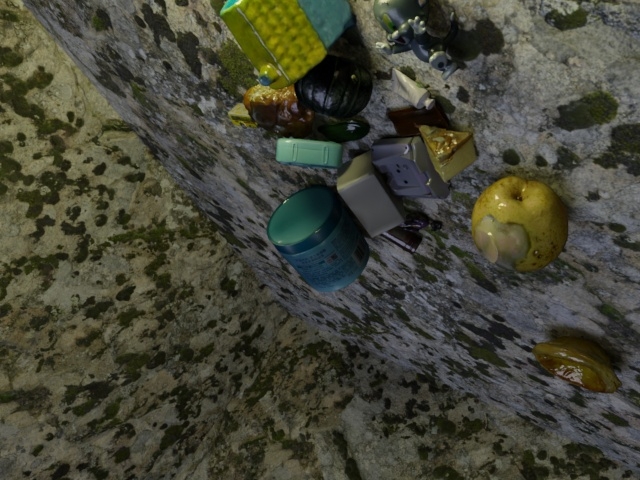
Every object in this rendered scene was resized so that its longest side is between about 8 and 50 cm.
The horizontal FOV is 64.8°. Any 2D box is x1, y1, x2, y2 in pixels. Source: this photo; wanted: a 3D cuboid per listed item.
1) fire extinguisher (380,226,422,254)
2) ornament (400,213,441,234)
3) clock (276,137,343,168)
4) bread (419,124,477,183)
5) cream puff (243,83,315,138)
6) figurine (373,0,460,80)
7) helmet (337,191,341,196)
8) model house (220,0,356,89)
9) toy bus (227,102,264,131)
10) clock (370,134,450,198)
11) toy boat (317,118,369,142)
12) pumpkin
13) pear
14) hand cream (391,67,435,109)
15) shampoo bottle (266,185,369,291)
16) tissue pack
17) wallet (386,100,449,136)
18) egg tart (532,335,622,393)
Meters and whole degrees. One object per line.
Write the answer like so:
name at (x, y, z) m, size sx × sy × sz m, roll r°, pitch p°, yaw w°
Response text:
fire extinguisher at (0.284, -0.050, 1.998) m, size 0.252 × 0.075 × 0.106 m, roll 33°, pitch 130°, yaw 12°
ornament at (0.342, -0.060, 1.858) m, size 0.203 × 0.088 × 0.081 m, roll 19°, pitch 132°, yaw 17°
clock at (-0.040, -0.301, 1.769) m, size 0.224 × 0.094 × 0.274 m, roll 5°, pitch -174°, yaw -3°
bread at (0.353, -0.260, 1.426) m, size 0.152 × 0.127 × 0.147 m, roll 53°, pitch 180°, yaw 38°
cream puff at (-0.135, -0.444, 1.683) m, size 0.269 × 0.154 × 0.241 m, roll 29°, pitch 158°, yaw 12°
figurine at (0.223, -0.475, 1.121) m, size 0.265 × 0.140 × 0.193 m, roll 28°, pitch -176°, yaw -12°
helmet at (0.133, -0.184, 1.930) m, size 0.123 × 0.070 × 0.098 m, roll 36°, pitch 153°, yaw 20°
model house at (-0.089, -0.538, 1.251) m, size 0.216 × 0.303 × 0.237 m, roll 0°, pitch 138°, yaw 46°
toy bus at (-0.251, -0.470, 1.912) m, size 0.226 × 0.081 × 0.074 m, roll 20°, pitch 149°, yaw 42°
clock at (0.285, -0.222, 1.608) m, size 0.186 × 0.083 × 0.253 m, roll 9°, pitch 146°, yaw 50°
toy boat at (0.077, -0.361, 1.675) m, size 0.104 × 0.052 × 0.210 m, roll 31°, pitch 164°, yaw -33°
pumpkin at (0.035, -0.428, 1.397) m, size 0.221 × 0.161 × 0.220 m, roll 16°, pitch -164°, yaw -5°
pear at (0.547, -0.048, 1.398) m, size 0.271 × 0.271 × 0.271 m, roll 30°, pitch 158°, yaw 14°
hand cream at (0.247, -0.401, 1.362) m, size 0.142 × 0.053 × 0.084 m, roll 44°, pitch 162°, yaw 24°
shampoo bottle at (0.000, 0.000, 2.152) m, size 0.331 × 0.331 × 0.342 m, roll 12°, pitch 149°, yaw 46°
tissue pack at (0.177, -0.160, 1.739) m, size 0.136 × 0.159 × 0.246 m, roll -26°, pitch 124°, yaw 22°
wallet at (0.278, -0.345, 1.441) m, size 0.176 × 0.026 × 0.095 m, roll -1°, pitch 139°, yaw 49°
egg tart at (0.976, 0.454, 1.910) m, size 0.319 × 0.128 × 0.319 m, roll 31°, pitch 160°, yaw 12°
